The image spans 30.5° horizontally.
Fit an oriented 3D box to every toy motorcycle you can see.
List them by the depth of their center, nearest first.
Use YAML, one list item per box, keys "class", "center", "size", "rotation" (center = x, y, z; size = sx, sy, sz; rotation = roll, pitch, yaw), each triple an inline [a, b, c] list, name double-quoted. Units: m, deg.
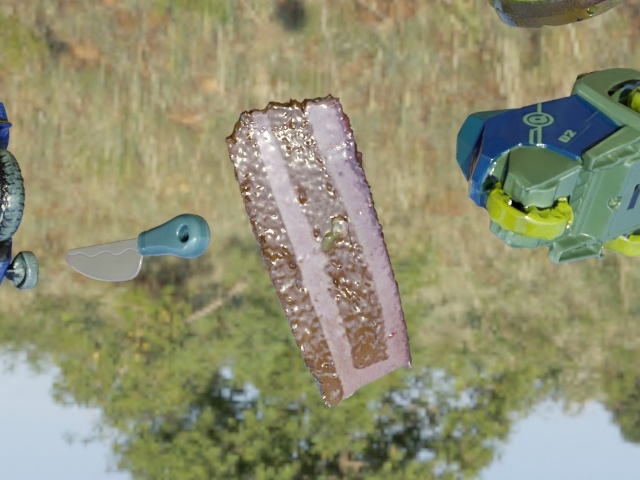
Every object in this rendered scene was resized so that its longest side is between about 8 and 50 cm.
- class: "toy motorcycle"
  center: [-0.382, -0.003, 1.236]
  size: [0.113, 0.169, 0.315]
  rotation: [-1, 137, -40]
- class: "toy motorcycle"
  center: [0.273, -0.085, 1.334]
  size: [0.326, 0.191, 0.200]
  rotation: [-14, -140, -39]

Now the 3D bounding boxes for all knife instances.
- class: "knife"
  center: [-0.221, 0.016, 1.376]
  size: [0.244, 0.058, 0.032]
  rotation: [-15, 169, 38]

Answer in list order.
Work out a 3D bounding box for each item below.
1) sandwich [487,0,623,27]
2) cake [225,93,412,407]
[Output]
- class: "sandwich"
  center: [0.171, -0.193, 0.911]
  size: [0.067, 0.029, 0.135]
  rotation: [-40, -145, -17]
- class: "cake"
  center: [0.000, 0.000, 1.104]
  size: [0.116, 0.295, 0.113]
  rotation: [-18, -154, -2]
